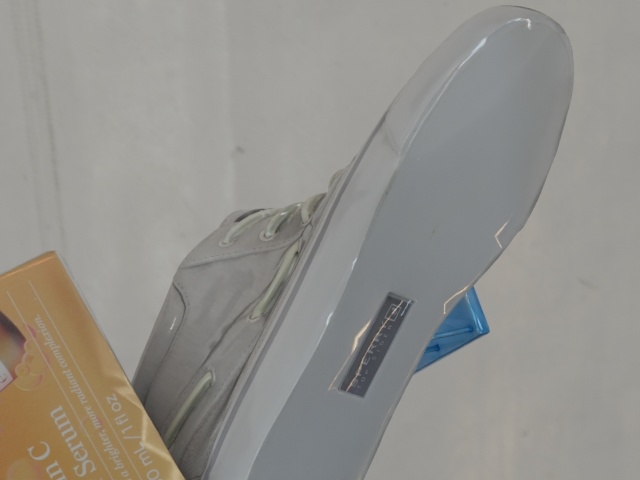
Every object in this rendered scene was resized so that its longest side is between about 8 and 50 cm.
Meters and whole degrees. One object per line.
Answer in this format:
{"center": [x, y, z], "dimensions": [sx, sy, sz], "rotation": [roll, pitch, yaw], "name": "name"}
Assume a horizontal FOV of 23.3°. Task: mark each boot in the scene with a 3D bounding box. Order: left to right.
{"center": [0.000, 0.000, 0.683], "dimensions": [0.095, 0.123, 0.258], "rotation": [32, 90, -44], "name": "boot"}

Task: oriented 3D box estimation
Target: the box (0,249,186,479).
{"center": [-0.155, 0.106, 0.640], "dimensions": [0.170, 0.091, 0.130], "rotation": [-28, 77, -19], "name": "box"}

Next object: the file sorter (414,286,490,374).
{"center": [0.014, 0.046, 1.106], "dimensions": [0.104, 0.170, 0.118], "rotation": [-8, 72, -36], "name": "file sorter"}
